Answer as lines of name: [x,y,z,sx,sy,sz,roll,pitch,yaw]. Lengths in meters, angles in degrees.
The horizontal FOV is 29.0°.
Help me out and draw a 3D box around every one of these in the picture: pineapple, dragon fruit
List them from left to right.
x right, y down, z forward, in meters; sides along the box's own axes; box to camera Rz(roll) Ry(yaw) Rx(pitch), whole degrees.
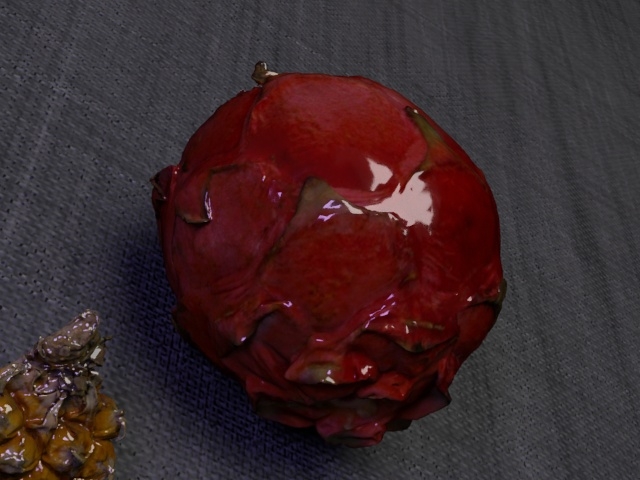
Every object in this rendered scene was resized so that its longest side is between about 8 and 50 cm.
pineapple: [-0.149,0.081,0.677,0.114,0.114,0.077,30,14,-26]
dragon fruit: [0.007,0.008,0.817,0.241,0.241,0.252,30,20,-20]
